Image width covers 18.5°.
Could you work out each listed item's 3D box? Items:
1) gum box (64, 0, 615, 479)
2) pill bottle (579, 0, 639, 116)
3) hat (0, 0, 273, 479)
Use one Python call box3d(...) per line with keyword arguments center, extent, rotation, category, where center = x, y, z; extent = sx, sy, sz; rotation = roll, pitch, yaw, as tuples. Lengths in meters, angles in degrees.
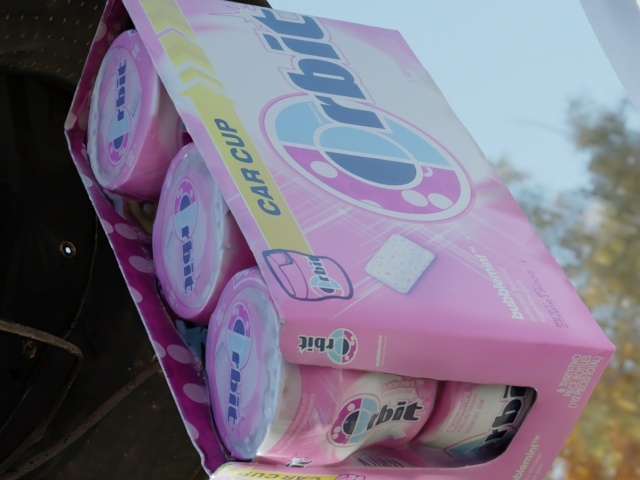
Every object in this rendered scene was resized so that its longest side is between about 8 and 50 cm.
box3d(center=(0.000, 0.000, 0.601), extent=(0.107, 0.188, 0.062), rotation=(7, -57, -28), category="gum box")
box3d(center=(0.229, -0.111, 0.487), extent=(0.323, 0.181, 0.181), rotation=(-31, -40, 2), category="pill bottle")
box3d(center=(-0.156, 0.007, 0.774), extent=(0.331, 0.134, 0.331), rotation=(-16, -57, -27), category="hat")
